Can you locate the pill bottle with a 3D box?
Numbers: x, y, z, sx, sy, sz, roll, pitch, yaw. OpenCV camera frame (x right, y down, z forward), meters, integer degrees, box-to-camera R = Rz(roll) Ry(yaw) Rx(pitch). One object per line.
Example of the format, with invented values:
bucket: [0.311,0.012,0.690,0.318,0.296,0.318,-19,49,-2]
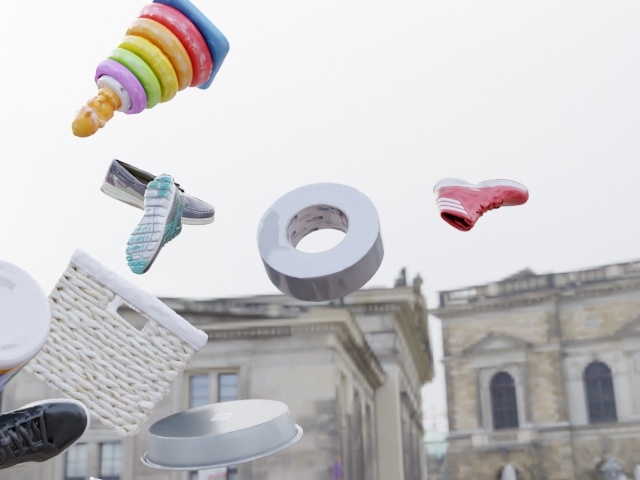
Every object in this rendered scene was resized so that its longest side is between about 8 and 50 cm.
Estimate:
pill bottle: [-0.475,0.146,1.226,0.152,0.152,0.272,12,-35,-35]

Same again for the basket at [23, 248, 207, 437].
basket: [-0.446,0.220,1.995,0.328,0.266,0.331,35,-9,-4]

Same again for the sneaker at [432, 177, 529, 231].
sneaker: [0.365,-0.068,2.096,0.221,0.128,0.087,1,-36,-2]

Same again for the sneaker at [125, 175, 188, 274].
sneaker: [-0.250,-0.016,1.476,0.065,0.166,0.076,4,-25,34]

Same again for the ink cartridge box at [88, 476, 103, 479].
ink cartridge box: [-0.127,0.293,0.747,0.176,0.128,0.127,21,5,-16]

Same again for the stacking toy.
stacking toy: [-0.310,-0.270,1.557,0.166,0.302,0.175,42,-30,-2]

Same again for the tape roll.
tape roll: [0.000,0.000,1.639,0.219,0.219,0.072,-5,-40,10]

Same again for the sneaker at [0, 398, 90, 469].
sneaker: [-0.395,0.255,1.148,0.217,0.079,0.121,-15,-1,-10]

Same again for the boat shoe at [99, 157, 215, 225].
boat shoe: [-0.377,-0.114,2.182,0.285,0.092,0.103,20,20,10]

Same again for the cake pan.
cake pan: [-0.179,0.345,1.685,0.293,0.054,0.293,-8,3,0]
